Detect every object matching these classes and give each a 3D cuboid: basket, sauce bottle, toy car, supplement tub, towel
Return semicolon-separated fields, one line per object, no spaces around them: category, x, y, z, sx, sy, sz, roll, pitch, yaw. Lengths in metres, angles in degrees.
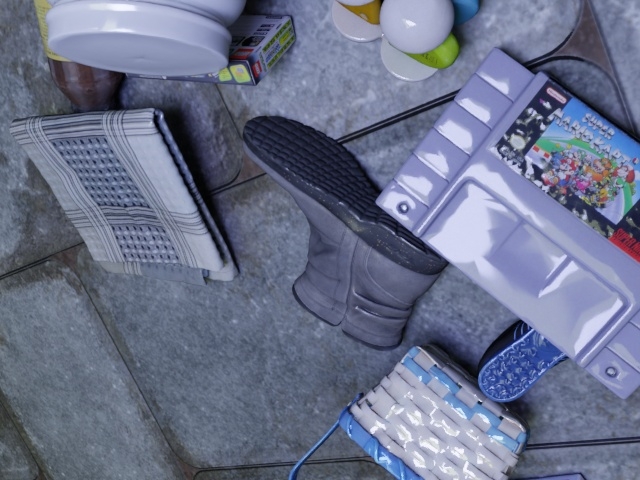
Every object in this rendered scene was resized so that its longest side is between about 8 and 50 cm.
basket;0.127;0.304;0.915;0.255;0.201;0.289;40;91;20
sauce bottle;-0.349;-0.291;1.004;0.111;0.111;0.344;19;127;22
toy car;0.093;-0.272;0.756;0.182;0.159;0.136;41;90;8
supplement tub;-0.190;-0.356;0.756;0.228;0.228;0.316;3;91;29
towel;-0.307;-0.054;1.079;0.312;0.056;0.324;2;132;30

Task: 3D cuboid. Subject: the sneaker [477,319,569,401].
sneaker;0.292;0.109;0.852;0.232;0.090;0.081;-35;91;16

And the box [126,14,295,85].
box;-0.149;-0.253;0.906;0.207;0.114;0.036;11;139;27

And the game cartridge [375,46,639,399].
game cartridge;0.266;-0.023;0.765;0.355;0.068;0.230;39;109;9

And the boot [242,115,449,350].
boot;0.000;0.000;0.948;0.338;0.118;0.222;40;132;14

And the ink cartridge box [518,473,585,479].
ink cartridge box;0.217;0.429;0.974;0.311;0.186;0.065;-25;105;37
